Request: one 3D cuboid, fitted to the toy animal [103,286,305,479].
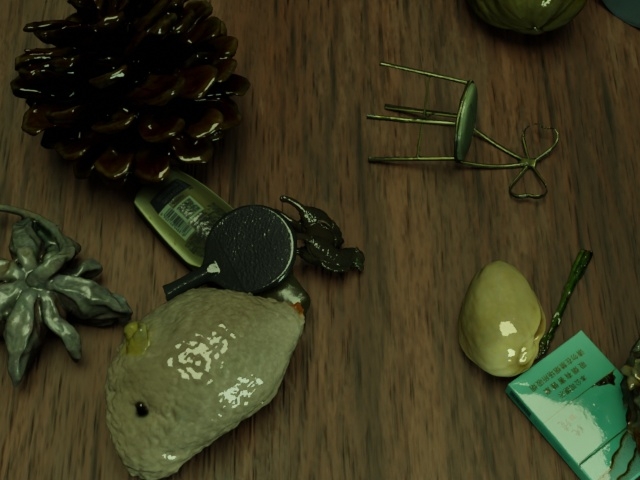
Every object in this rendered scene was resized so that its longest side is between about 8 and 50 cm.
[{"bbox_3d":[-0.187,0.187,1.641,0.358,0.188,0.226,-34,73,-16],"label":"toy animal"}]

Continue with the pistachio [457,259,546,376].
[{"bbox_3d":[0.282,0.124,1.714,0.145,0.117,0.201,-22,52,17],"label":"pistachio"}]

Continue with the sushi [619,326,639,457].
[{"bbox_3d":[0.638,0.254,1.594,0.417,0.176,0.418,5,57,-7],"label":"sushi"}]

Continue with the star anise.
[{"bbox_3d":[-0.482,0.075,1.733,0.359,0.139,0.316,7,55,4],"label":"star anise"}]

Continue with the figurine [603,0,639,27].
[{"bbox_3d":[0.701,-0.620,2.062,0.388,0.248,0.276,-42,45,-22],"label":"figurine"}]

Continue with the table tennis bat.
[{"bbox_3d":[-0.149,0.034,1.728,0.236,0.027,0.150,-29,71,2],"label":"table tennis bat"}]

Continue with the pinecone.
[{"bbox_3d":[-0.333,-0.289,1.799,0.397,0.398,0.398,0,61,0],"label":"pinecone"}]

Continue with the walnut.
[{"bbox_3d":[0.384,-0.522,2.007,0.282,0.227,0.283,-7,79,38],"label":"walnut"}]

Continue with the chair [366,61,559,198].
[{"bbox_3d":[0.252,-0.202,1.875,0.325,0.170,0.160,11,60,13],"label":"chair"}]

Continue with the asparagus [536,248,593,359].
[{"bbox_3d":[0.403,0.107,1.777,0.023,0.022,0.233,46,60,-26],"label":"asparagus"}]

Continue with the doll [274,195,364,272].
[{"bbox_3d":[0.000,0.000,1.806,0.165,0.057,0.139,19,34,-17],"label":"doll"}]

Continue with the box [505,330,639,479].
[{"bbox_3d":[0.426,0.273,1.674,0.162,0.041,0.229,-32,66,-16],"label":"box"}]

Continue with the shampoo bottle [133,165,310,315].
[{"bbox_3d":[-0.162,0.016,1.793,0.350,0.084,0.125,40,73,19],"label":"shampoo bottle"}]
